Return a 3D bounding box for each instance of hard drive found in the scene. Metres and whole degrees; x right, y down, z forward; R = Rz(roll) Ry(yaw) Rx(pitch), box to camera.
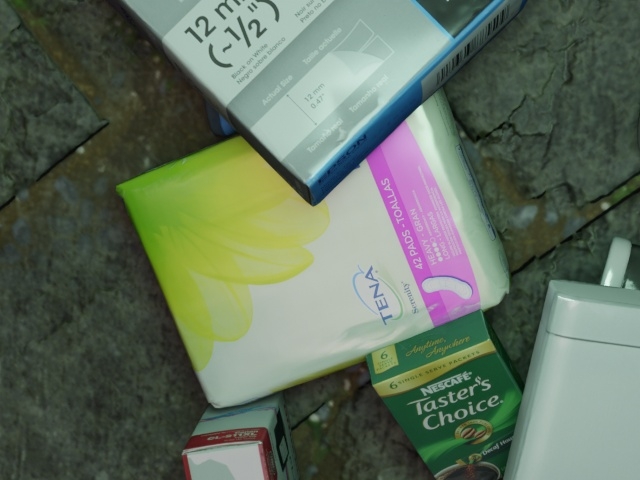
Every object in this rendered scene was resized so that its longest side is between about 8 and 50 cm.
[{"bbox_3d":[0.269,0.217,1.315,0.233,0.047,0.353,8,109,-7],"label":"hard drive"}]

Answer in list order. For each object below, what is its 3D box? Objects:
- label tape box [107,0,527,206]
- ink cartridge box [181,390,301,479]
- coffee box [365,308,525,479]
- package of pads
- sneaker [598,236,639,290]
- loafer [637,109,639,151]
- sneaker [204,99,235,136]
[{"bbox_3d":[-0.038,-0.238,1.263,0.249,0.115,0.347,-44,84,-3],"label":"label tape box"},{"bbox_3d":[-0.065,0.214,1.388,0.072,0.175,0.127,-10,99,7],"label":"ink cartridge box"},{"bbox_3d":[0.125,0.146,1.369,0.113,0.040,0.184,-21,132,11],"label":"coffee box"},{"bbox_3d":[0.000,0.000,1.377,0.297,0.101,0.229,-20,96,11],"label":"package of pads"},{"bbox_3d":[0.289,0.156,1.363,0.147,0.104,0.295,14,98,10],"label":"sneaker"},{"bbox_3d":[0.385,-0.192,1.273,0.134,0.130,0.366,32,103,1],"label":"loafer"},{"bbox_3d":[-0.054,-0.190,1.365,0.082,0.069,0.209,9,101,2],"label":"sneaker"}]
